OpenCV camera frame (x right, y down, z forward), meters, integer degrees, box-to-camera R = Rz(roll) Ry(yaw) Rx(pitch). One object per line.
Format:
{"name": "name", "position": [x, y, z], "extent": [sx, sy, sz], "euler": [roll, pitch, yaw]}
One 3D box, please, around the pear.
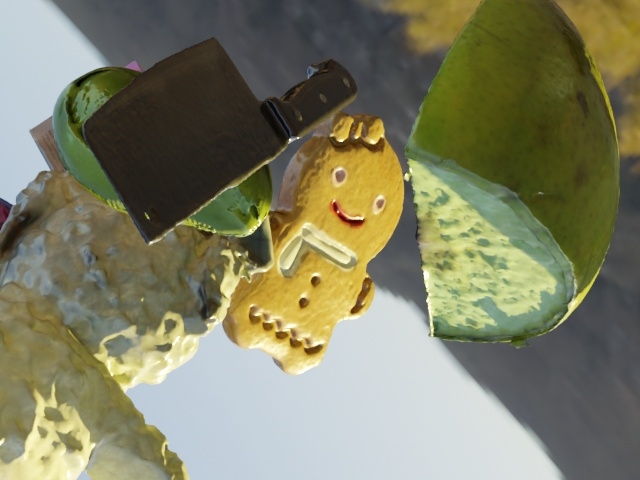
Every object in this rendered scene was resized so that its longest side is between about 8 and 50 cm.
{"name": "pear", "position": [0.164, -0.070, 1.366], "extent": [0.139, 0.239, 0.288], "euler": [9, 150, 13]}

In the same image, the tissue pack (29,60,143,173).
{"name": "tissue pack", "position": [-0.186, -0.052, 1.901], "extent": [0.246, 0.148, 0.092], "euler": [57, 180, 33]}

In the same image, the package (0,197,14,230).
{"name": "package", "position": [-0.374, 0.004, 2.046], "extent": [0.269, 0.071, 0.194], "euler": [30, 152, -9]}

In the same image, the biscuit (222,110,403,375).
{"name": "biscuit", "position": [0.002, 0.000, 1.664], "extent": [0.035, 0.249, 0.184], "euler": [21, 169, 46]}

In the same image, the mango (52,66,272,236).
{"name": "mango", "position": [-0.098, -0.052, 1.143], "extent": [0.165, 0.091, 0.074], "euler": [32, 175, 20]}

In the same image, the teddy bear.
{"name": "teddy bear", "position": [-0.222, 0.127, 1.518], "extent": [0.327, 0.375, 0.362], "euler": [28, -146, 16]}

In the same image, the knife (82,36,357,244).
{"name": "knife", "position": [-0.045, -0.067, 0.895], "extent": [0.072, 0.019, 0.245], "euler": [60, -151, -5]}
